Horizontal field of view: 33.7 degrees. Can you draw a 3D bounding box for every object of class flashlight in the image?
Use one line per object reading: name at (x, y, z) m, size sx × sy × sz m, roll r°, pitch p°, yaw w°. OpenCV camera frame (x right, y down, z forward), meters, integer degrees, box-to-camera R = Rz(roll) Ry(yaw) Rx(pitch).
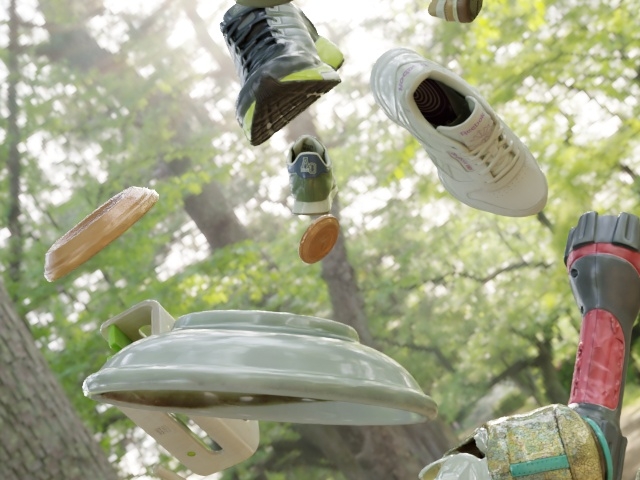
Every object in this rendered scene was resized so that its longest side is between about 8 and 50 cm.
flashlight at (0.298, 0.115, 1.141) m, size 0.103 × 0.103 × 0.304 m, roll 117°, pitch 173°, yaw -60°

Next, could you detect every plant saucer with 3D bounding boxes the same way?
plant saucer at (0.000, 0.000, 1.624) m, size 0.083 × 0.013 × 0.083 m, roll -33°, pitch -38°, yaw -30°
plant saucer at (-0.321, -0.016, 1.521) m, size 0.200 × 0.037 × 0.200 m, roll -35°, pitch 12°, yaw 9°
plant saucer at (-0.066, 0.147, 1.213) m, size 0.401 × 0.100 × 0.400 m, roll 3°, pitch -13°, yaw 1°

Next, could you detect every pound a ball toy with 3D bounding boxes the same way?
pound a ball toy at (-0.182, 0.258, 1.556) m, size 0.136 × 0.208 × 0.319 m, roll -27°, pitch -50°, yaw 13°

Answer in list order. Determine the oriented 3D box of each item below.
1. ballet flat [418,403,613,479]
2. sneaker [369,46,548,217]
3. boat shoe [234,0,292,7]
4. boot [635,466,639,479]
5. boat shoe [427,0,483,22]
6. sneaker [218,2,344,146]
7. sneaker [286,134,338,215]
ballet flat at (0.150, 0.226, 0.968) m, size 0.123 × 0.123 × 0.348 m, roll -32°, pitch -13°, yaw -18°
sneaker at (0.190, -0.122, 1.363) m, size 0.114 × 0.305 × 0.152 m, roll -51°, pitch 21°, yaw 2°
boat shoe at (-0.025, -0.247, 0.948) m, size 0.137 × 0.043 × 0.049 m, roll -16°, pitch -13°, yaw 38°
boot at (0.415, 0.355, 1.301) m, size 0.059 × 0.085 × 0.157 m, roll 126°, pitch 158°, yaw -74°
boat shoe at (0.198, -0.361, 1.463) m, size 0.072 × 0.068 × 0.190 m, roll 4°, pitch 35°, yaw 27°
sneaker at (-0.054, -0.181, 1.050) m, size 0.111 × 0.121 × 0.300 m, roll -38°, pitch 12°, yaw 11°
sneaker at (-0.010, -0.096, 1.367) m, size 0.064 × 0.086 × 0.192 m, roll -2°, pitch 17°, yaw 1°
